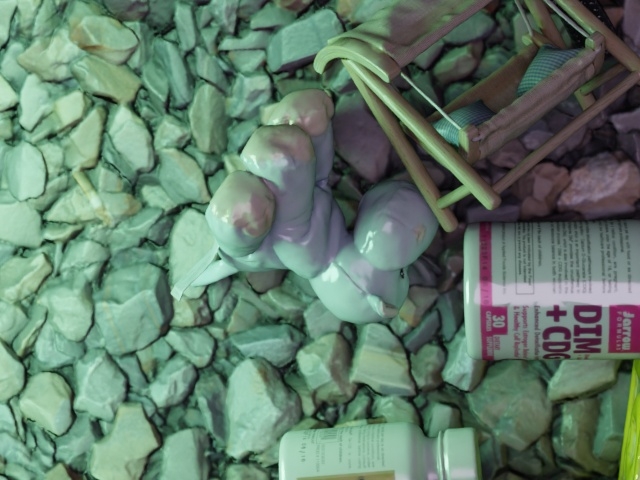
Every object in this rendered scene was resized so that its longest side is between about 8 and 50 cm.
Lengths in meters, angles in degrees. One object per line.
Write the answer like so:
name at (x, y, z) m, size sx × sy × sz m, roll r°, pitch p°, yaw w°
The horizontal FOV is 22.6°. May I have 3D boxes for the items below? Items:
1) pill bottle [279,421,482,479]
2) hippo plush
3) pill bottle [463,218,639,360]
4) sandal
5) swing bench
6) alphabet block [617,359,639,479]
pill bottle at (0.073, 0.281, 1.885) m, size 0.229 × 0.131 × 0.131 m, roll -6°, pitch 95°, yaw 8°
hippo plush at (0.000, 0.000, 1.812) m, size 0.236 × 0.234 × 0.294 m, roll 32°, pitch 98°, yaw 3°
pill bottle at (0.306, 0.056, 1.817) m, size 0.283 × 0.160 × 0.160 m, roll -1°, pitch 96°, yaw 7°
sandal at (0.288, -0.289, 1.849) m, size 0.067 × 0.040 × 0.179 m, roll -24°, pitch 107°, yaw 14°
swing bench at (0.176, -0.190, 1.758) m, size 0.253 × 0.165 × 0.254 m, roll -38°, pitch 91°, yaw -18°
alphabet block at (0.447, 0.241, 1.808) m, size 0.197 × 0.192 × 0.193 m, roll 7°, pitch 95°, yaw 5°
